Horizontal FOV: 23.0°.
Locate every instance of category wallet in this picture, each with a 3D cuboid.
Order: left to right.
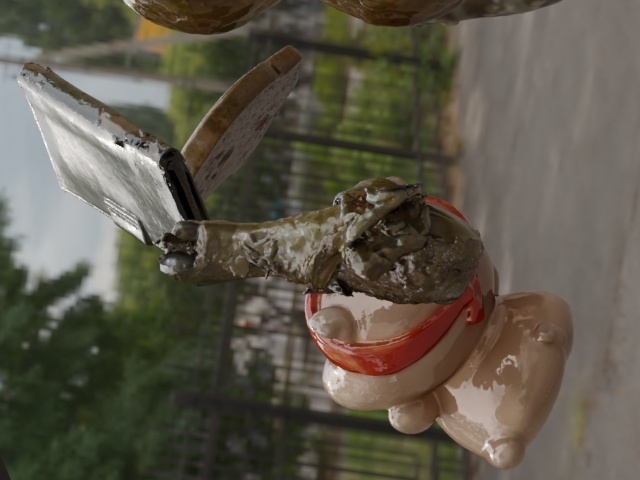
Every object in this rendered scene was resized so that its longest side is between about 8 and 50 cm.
[{"bbox_3d":[-0.210,-0.077,1.638,0.317,0.044,0.169,30,148,47],"label":"wallet"}]

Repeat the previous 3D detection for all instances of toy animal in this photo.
[{"bbox_3d":[0.083,0.063,1.151,0.171,0.197,0.171,-52,9,12],"label":"toy animal"}]

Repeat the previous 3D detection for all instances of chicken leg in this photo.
[{"bbox_3d":[0.005,0.000,0.979,0.125,0.196,0.080,-1,-90,-57],"label":"chicken leg"}]

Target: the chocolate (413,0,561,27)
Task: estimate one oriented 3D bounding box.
[{"bbox_3d":[0.131,-0.307,1.461,0.225,0.340,0.210,-59,-39,-47],"label":"chocolate"}]

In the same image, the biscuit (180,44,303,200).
[{"bbox_3d":[-0.124,-0.147,2.123,0.257,0.049,0.273,-46,-5,-42],"label":"biscuit"}]

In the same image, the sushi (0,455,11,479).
[{"bbox_3d":[-0.362,0.175,1.207,0.153,0.150,0.172,68,-162,-4],"label":"sushi"}]

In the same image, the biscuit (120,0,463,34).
[{"bbox_3d":[-0.026,-0.329,1.123,0.064,0.283,0.432,112,152,-62],"label":"biscuit"}]
